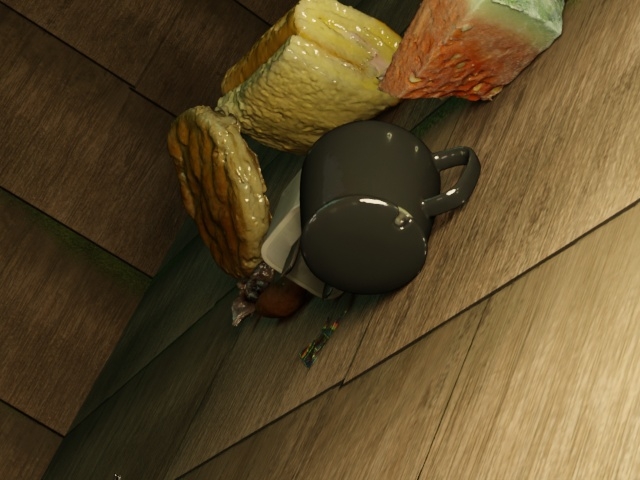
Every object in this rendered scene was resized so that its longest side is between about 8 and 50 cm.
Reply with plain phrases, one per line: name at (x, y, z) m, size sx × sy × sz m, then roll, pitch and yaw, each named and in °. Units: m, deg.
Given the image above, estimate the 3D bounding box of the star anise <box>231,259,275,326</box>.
star anise at (-0.115, 0.091, 2.226) m, size 0.124 × 0.056 × 0.129 m, roll -41°, pitch 19°, yaw 51°

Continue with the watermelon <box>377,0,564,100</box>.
watermelon at (0.182, -0.241, 1.701) m, size 0.256 × 0.192 × 0.140 m, roll -43°, pitch 48°, yaw 37°

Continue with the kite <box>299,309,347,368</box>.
kite at (-0.004, 0.134, 1.785) m, size 0.122 × 0.004 × 0.090 m, roll -43°, pitch 19°, yaw 50°

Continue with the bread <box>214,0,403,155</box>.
bread at (-0.013, -0.258, 2.316) m, size 0.375 × 0.236 × 0.165 m, roll -26°, pitch 44°, yaw 63°

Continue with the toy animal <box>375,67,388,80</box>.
toy animal at (0.151, -0.275, 2.083) m, size 0.124 × 0.071 × 0.085 m, roll -55°, pitch 12°, yaw 9°

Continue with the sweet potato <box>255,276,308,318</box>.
sweet potato at (-0.046, 0.078, 2.001) m, size 0.055 × 0.058 × 0.202 m, roll -11°, pitch -16°, yaw -37°

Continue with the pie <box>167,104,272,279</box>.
pie at (-0.170, -0.085, 2.401) m, size 0.083 × 0.340 × 0.339 m, roll -20°, pitch -3°, yaw -22°

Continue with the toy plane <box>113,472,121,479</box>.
toy plane at (-0.288, 0.439, 1.969) m, size 0.053 × 0.078 × 0.197 m, roll 178°, pitch 109°, yaw -73°

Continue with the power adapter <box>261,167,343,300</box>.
power adapter at (0.000, 0.000, 1.816) m, size 0.125 × 0.130 × 0.205 m, roll -49°, pitch 13°, yaw 34°

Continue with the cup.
cup at (0.078, -0.045, 1.599) m, size 0.223 × 0.169 × 0.177 m, roll -17°, pitch 33°, yaw 22°
